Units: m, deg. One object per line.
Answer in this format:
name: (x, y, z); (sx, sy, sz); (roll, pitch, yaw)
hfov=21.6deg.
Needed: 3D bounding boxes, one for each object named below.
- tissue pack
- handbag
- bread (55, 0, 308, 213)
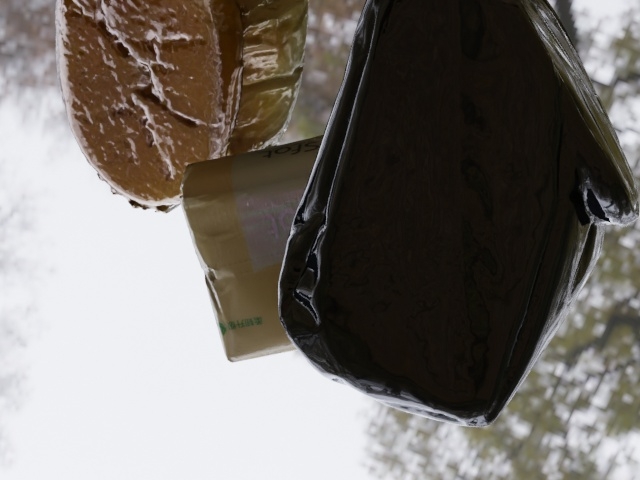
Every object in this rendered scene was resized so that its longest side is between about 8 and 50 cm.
tissue pack: (0.000, 0.000, 1.500); (0.222, 0.186, 0.090); (-10, -162, 9)
handbag: (0.107, -0.048, 1.006); (0.178, 0.275, 0.302); (20, -171, 10)
bread: (-0.143, -0.196, 1.656); (0.236, 0.388, 0.183); (33, -136, 30)
